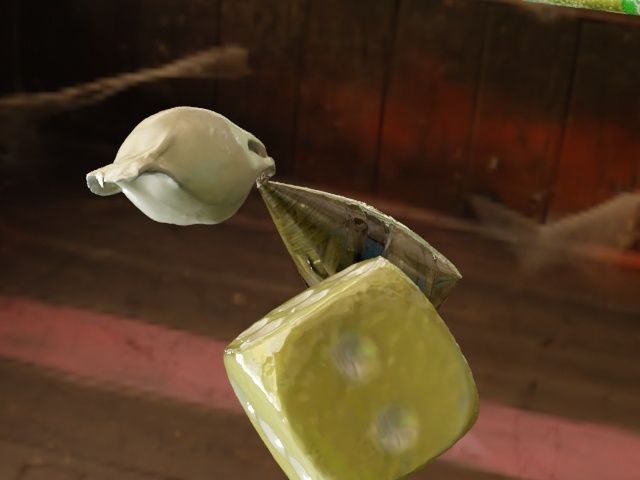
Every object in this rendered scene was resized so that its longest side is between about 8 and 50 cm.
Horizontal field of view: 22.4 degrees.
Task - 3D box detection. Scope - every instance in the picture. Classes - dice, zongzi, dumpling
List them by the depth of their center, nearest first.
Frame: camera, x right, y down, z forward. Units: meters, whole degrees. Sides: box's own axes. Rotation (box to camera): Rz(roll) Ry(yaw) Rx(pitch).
[{"bbox_3d":[0.025,0.127,1.439,0.169,0.169,0.166,-32,-175,-15],"label":"dice"},{"bbox_3d":[-0.144,-0.067,1.612,0.155,0.181,0.111,-8,-120,39],"label":"dumpling"},{"bbox_3d":[0.000,0.000,1.664,0.242,0.112,0.221,32,174,-19],"label":"zongzi"}]

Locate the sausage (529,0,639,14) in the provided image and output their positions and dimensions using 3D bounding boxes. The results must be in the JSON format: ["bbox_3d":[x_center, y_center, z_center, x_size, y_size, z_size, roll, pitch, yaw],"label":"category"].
[{"bbox_3d":[0.246,-0.175,1.158,0.269,0.033,0.033,13,-150,31],"label":"sausage"}]
